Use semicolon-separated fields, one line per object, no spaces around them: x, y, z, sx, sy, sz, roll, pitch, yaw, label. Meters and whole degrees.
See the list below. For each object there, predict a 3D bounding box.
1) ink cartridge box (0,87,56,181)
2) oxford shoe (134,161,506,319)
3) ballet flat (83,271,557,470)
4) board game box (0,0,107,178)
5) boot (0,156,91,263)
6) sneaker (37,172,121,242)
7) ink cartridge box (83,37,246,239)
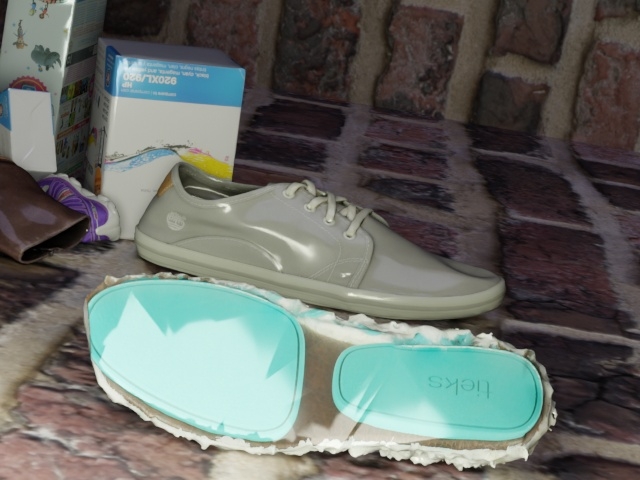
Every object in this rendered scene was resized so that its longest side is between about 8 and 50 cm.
-0.399;-0.117;2.052;0.060;0.104;0.180;1;-11;-35;ink cartridge box
0.000;0.000;1.926;0.449;0.130;0.169;13;11;9;oxford shoe
-0.006;0.129;1.400;0.409;0.147;0.147;12;12;-2;ballet flat
-0.372;-0.225;2.238;0.097;0.303;0.224;10;12;3;board game box
-0.409;-0.032;1.846;0.207;0.090;0.248;29;33;29;boot
-0.316;-0.037;2.000;0.071;0.068;0.170;-18;24;-39;sneaker
-0.205;-0.127;2.092;0.168;0.233;0.171;4;14;-17;ink cartridge box
